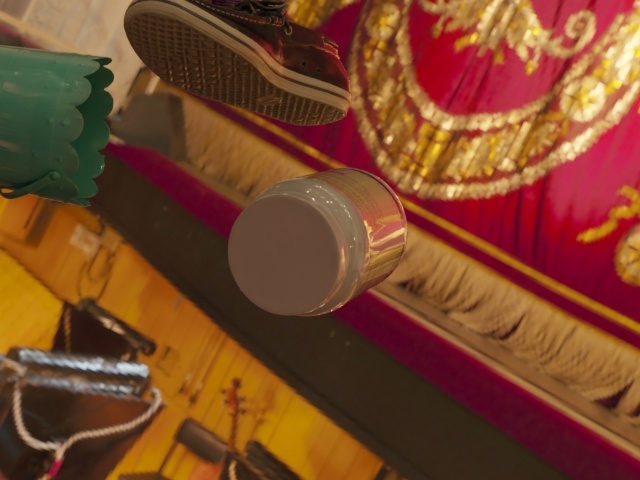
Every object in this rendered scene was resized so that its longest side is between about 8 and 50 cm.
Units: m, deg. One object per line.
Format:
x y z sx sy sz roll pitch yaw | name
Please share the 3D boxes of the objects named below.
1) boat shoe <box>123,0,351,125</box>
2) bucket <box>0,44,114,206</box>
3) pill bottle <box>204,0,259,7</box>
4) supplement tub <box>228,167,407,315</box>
-0.124 -0.319 1.618 0.187 0.156 0.500 -9 -13 36 | boat shoe
-0.465 -0.196 1.665 0.183 0.281 0.281 9 5 -3 | bucket
-0.167 -0.419 1.838 0.108 0.193 0.108 7 4 0 | pill bottle
0.000 0.000 1.719 0.235 0.235 0.325 28 18 16 | supplement tub
